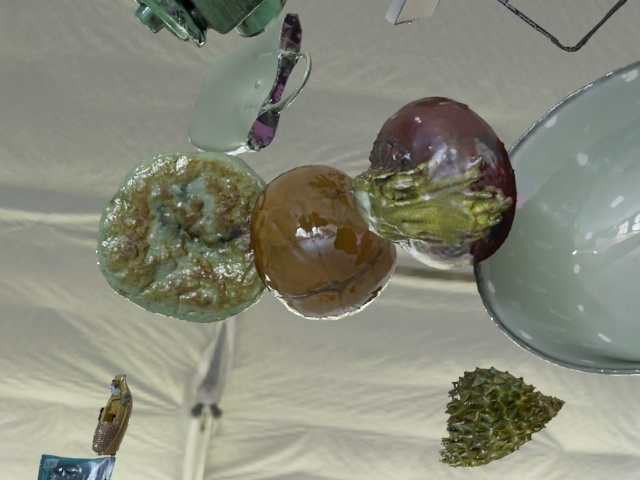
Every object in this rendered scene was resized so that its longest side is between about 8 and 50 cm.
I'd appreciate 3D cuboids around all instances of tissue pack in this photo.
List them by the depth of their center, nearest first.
[{"bbox_3d":[-0.374,0.362,1.355,0.138,0.085,0.028,-3,-28,20],"label":"tissue pack"}]

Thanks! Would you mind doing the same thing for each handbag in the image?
[{"bbox_3d":[-0.113,-0.252,1.504,0.109,0.241,0.315,19,-12,-22],"label":"handbag"}]

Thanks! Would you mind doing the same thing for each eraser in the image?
[{"bbox_3d":[0.158,-0.384,1.306,0.104,0.023,0.150,-25,-29,-44],"label":"eraser"}]

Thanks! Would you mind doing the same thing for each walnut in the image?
[{"bbox_3d":[0.000,0.000,1.031,0.167,0.207,0.167,-7,-59,-11],"label":"walnut"}]

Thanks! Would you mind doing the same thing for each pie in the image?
[{"bbox_3d":[-0.163,-0.003,1.155,0.240,0.240,0.054,5,3,-3],"label":"pie"}]

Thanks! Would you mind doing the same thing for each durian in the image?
[{"bbox_3d":[0.208,0.231,1.205,0.187,0.108,0.119,-32,-3,39],"label":"durian"}]

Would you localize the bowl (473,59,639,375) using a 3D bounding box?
[{"bbox_3d":[0.321,0.002,0.816,0.337,0.337,0.157,-21,-46,31],"label":"bowl"}]

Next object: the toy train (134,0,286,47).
[{"bbox_3d":[-0.148,-0.291,0.732,0.167,0.238,0.299,-45,-38,-1],"label":"toy train"}]

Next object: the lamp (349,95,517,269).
[{"bbox_3d":[0.095,-0.047,0.801,0.135,0.156,0.157,-21,-26,-12],"label":"lamp"}]

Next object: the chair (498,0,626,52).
[{"bbox_3d":[0.241,-0.344,1.022,0.221,0.145,0.140,34,-28,21],"label":"chair"}]

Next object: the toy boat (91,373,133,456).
[{"bbox_3d":[-0.358,0.302,1.567,0.047,0.149,0.049,-12,-39,29],"label":"toy boat"}]
